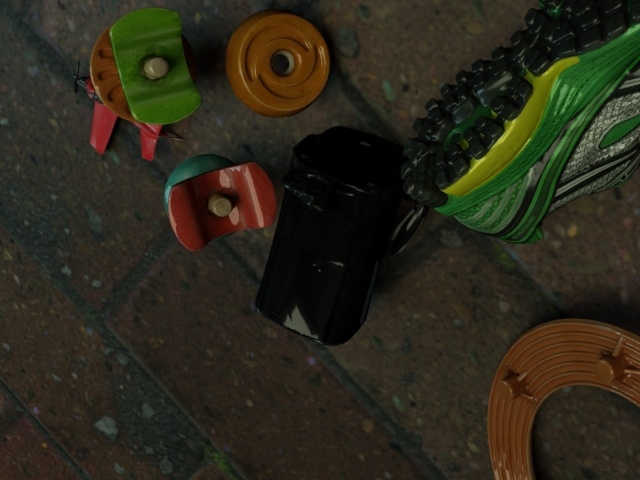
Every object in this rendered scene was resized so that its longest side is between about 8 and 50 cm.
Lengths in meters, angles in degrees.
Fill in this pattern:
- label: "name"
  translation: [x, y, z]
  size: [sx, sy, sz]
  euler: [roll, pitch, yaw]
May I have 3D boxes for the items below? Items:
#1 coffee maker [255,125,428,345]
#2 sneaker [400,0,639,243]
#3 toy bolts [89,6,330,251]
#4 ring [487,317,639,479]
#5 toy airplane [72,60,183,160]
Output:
- label: "coffee maker"
  translation: [0.000, 0.000, 0.824]
  size: [0.120, 0.171, 0.178]
  euler: [37, 125, 35]
- label: "sneaker"
  translation: [0.224, -0.132, 0.687]
  size: [0.146, 0.134, 0.343]
  euler: [29, 124, -29]
- label: "toy bolts"
  translation: [-0.104, -0.116, 0.871]
  size: [0.158, 0.218, 0.228]
  euler: [-155, 54, -70]
- label: "ring"
  translation: [0.253, 0.233, 0.770]
  size: [0.337, 0.032, 0.336]
  euler: [36, 134, 49]
- label: "toy airplane"
  translation: [-0.218, -0.144, 0.970]
  size: [0.151, 0.028, 0.151]
  euler: [11, 116, 25]
